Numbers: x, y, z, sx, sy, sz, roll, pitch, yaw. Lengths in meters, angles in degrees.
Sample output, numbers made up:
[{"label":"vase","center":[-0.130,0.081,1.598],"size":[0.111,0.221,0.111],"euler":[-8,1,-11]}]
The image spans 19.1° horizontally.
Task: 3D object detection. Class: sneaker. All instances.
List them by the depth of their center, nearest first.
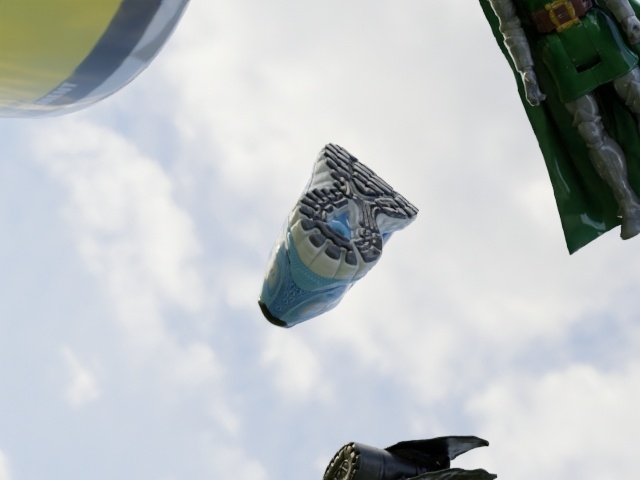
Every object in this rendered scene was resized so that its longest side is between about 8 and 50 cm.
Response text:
[{"label":"sneaker","center":[0.000,0.000,1.003],"size":[0.063,0.162,0.073],"euler":[40,-68,3]},{"label":"sneaker","center":[0.038,0.178,1.262],"size":[0.170,0.089,0.051],"euler":[127,-34,-45]}]

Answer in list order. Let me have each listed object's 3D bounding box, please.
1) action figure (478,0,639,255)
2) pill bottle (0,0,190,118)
[{"label":"action figure","center":[0.160,-0.117,1.163],"size":[0.137,0.063,0.232],"euler":[-29,-82,10]},{"label":"pill bottle","center":[-0.133,-0.090,0.414],"size":[0.119,0.208,0.119],"euler":[-1,-91,41]}]
